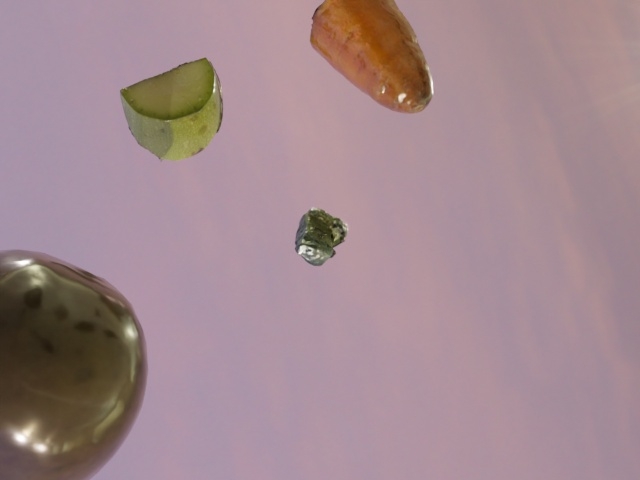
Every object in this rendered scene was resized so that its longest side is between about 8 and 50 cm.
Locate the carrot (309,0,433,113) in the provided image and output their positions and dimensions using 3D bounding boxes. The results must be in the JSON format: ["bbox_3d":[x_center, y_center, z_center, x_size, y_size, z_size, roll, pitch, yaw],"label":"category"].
[{"bbox_3d":[0.099,-0.298,1.398,0.159,0.159,0.225,2,-135,-54],"label":"carrot"}]

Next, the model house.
[{"bbox_3d":[0.000,0.000,1.458,0.079,0.066,0.083,32,-144,-19],"label":"model house"}]

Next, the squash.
[{"bbox_3d":[-0.251,-0.220,1.615,0.085,0.192,0.184,46,157,50],"label":"squash"}]

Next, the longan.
[{"bbox_3d":[-0.344,0.157,0.984,0.297,0.297,0.297,31,-132,-42],"label":"longan"}]
